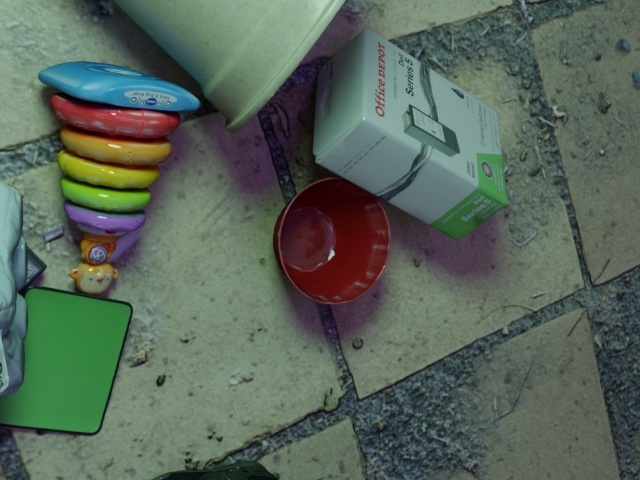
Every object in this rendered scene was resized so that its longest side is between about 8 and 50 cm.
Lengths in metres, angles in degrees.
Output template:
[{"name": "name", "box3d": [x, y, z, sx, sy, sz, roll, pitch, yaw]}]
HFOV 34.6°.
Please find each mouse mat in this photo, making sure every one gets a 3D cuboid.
[{"name": "mouse mat", "box3d": [-0.336, 0.160, 1.345, 0.153, 0.007, 0.189, 14, 95, -32]}]

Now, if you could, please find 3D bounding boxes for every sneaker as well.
[{"name": "sneaker", "box3d": [-0.153, 0.363, 1.404, 0.228, 0.130, 0.087, -6, 93, -26]}]

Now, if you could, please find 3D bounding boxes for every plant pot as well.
[{"name": "plant pot", "box3d": [-0.137, -0.360, 1.299, 0.305, 0.334, 0.333, 36, 75, -13]}]

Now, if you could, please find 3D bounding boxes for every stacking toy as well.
[{"name": "stacking toy", "box3d": [-0.276, -0.068, 1.322, 0.175, 0.166, 0.301, 1, 106, -38]}]

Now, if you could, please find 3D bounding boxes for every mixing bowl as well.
[{"name": "mixing bowl", "box3d": [0.000, 0.000, 1.487, 0.181, 0.098, 0.181, -1, 92, -29]}]

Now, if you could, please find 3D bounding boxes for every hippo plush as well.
[{"name": "hippo plush", "box3d": [-0.456, 0.076, 1.141, 0.237, 0.294, 0.234, 0, 124, -11]}]

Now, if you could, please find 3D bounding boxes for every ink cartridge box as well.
[{"name": "ink cartridge box", "box3d": [0.132, -0.153, 1.499, 0.273, 0.115, 0.198, 27, 44, -27]}]

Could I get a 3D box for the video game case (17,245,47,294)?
[{"name": "video game case", "box3d": [-0.516, 0.041, 1.241, 0.275, 0.035, 0.248, -48, 112, -19]}]
